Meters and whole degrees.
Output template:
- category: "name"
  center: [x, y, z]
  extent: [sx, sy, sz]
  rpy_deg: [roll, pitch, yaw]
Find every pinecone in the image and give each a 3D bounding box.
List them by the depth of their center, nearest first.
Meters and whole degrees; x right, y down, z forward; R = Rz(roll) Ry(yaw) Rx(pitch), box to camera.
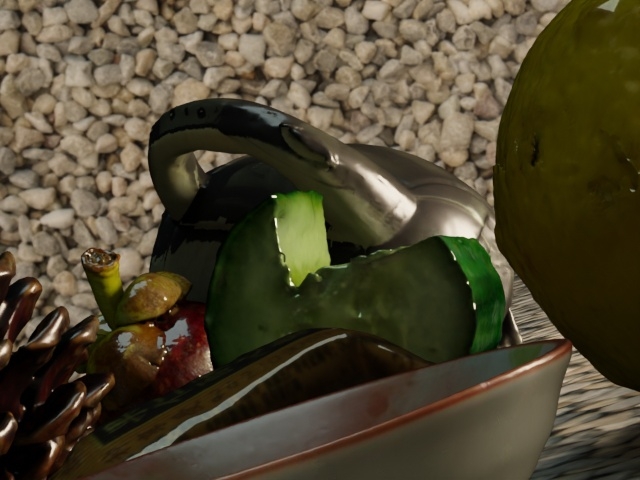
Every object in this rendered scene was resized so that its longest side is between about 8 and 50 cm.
- category: "pinecone"
  center: [-0.264, 0.094, 1.268]
  extent: [0.244, 0.309, 0.244]
  rpy_deg: [-39, 5, 4]

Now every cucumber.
- category: "cucumber"
  center: [0.024, 0.063, 1.345]
  extent: [0.191, 0.191, 0.130]
  rpy_deg: [-17, 2, 22]

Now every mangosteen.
- category: "mangosteen"
  center: [-0.135, 0.100, 1.517]
  extent: [0.146, 0.181, 0.156]
  rpy_deg: [-56, 13, 6]

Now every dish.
- category: "dish"
  center: [-0.009, 0.118, 0.815]
  extent: [0.260, 0.085, 0.260]
  rpy_deg: [-18, -1, 0]

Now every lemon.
- category: "lemon"
  center: [0.212, -0.035, 0.989]
  extent: [0.260, 0.260, 0.284]
  rpy_deg: [-17, 12, -32]

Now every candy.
- category: "candy"
  center: [-0.063, 0.127, 1.048]
  extent: [0.271, 0.101, 0.143]
  rpy_deg: [-23, 8, -15]

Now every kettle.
- category: "kettle"
  center: [0.000, 0.000, 1.588]
  extent: [0.228, 0.321, 0.324]
  rpy_deg: [-52, 21, -23]
